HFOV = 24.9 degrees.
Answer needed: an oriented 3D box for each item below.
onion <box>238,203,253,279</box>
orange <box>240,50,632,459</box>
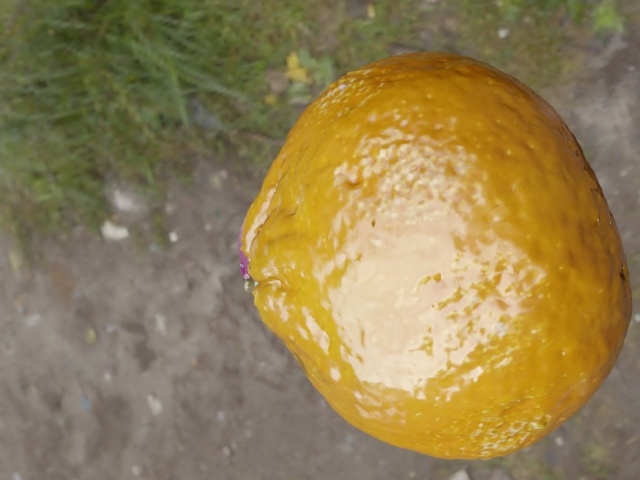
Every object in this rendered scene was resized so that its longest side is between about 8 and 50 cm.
[{"bbox_3d":[0.000,0.000,0.984,0.115,0.115,0.104,3,116,49],"label":"onion"},{"bbox_3d":[0.037,0.007,0.477,0.117,0.135,0.136,-24,85,8],"label":"orange"}]
